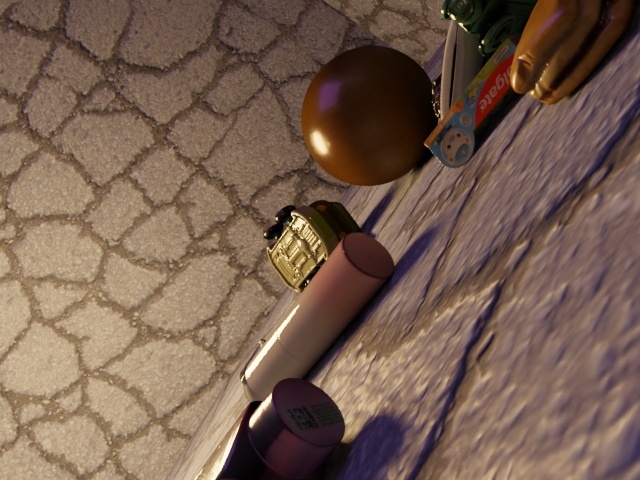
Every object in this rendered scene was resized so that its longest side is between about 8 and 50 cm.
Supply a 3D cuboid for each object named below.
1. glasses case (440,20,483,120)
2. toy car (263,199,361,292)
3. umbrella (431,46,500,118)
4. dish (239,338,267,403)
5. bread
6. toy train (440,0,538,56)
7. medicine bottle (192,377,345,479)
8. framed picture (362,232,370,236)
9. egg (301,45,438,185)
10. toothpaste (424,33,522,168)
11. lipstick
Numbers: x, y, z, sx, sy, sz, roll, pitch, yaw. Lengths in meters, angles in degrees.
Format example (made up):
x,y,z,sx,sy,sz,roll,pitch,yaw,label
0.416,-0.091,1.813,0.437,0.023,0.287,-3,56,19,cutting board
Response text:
x,y,z,sx,sy,sz,roll,pitch,yaw,label
0.217,-0.253,0.957,0.074,0.049,0.193,-25,-60,-54,glasses case
0.000,0.000,1.548,0.198,0.204,0.248,-30,-13,-37,toy car
0.281,-0.330,1.111,0.326,0.090,0.094,-58,0,-30,umbrella
-0.109,0.257,1.264,0.151,0.077,0.212,-57,4,-9,dish
0.258,-0.228,0.634,0.200,0.077,0.116,-59,-4,-40,bread
0.260,-0.336,0.831,0.248,0.101,0.159,-21,-31,-47,toy train
-0.057,0.226,0.616,0.188,0.094,0.119,-56,5,24,medicine bottle
0.052,0.064,1.339,0.183,0.011,0.142,-57,3,2,framed picture
0.106,-0.262,1.311,0.282,0.283,0.351,-55,-2,35,egg
0.225,-0.178,0.845,0.044,0.070,0.193,-19,-25,-42,toothpaste
-0.010,0.127,0.963,0.326,0.087,0.087,-54,4,35,lipstick
